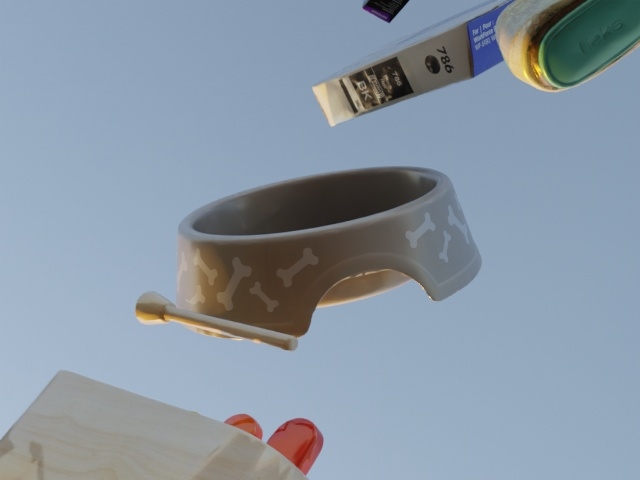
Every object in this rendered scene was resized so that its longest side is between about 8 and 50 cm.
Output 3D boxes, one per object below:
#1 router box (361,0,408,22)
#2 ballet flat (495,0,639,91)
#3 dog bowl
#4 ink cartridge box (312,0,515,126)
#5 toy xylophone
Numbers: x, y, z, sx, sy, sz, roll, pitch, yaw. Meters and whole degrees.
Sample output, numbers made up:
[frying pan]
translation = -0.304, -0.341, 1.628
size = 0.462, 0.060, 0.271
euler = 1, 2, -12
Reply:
[router box]
translation = 0.112, -0.371, 1.145
size = 0.046, 0.178, 0.133
euler = 24, -36, -18
[ballet flat]
translation = 0.151, -0.124, 0.407
size = 0.168, 0.052, 0.057
euler = -28, -56, 1
[dog bowl]
translation = 0.000, 0.000, 1.057
size = 0.349, 0.349, 0.102
euler = -5, -76, 20
[ink cartridge box]
translation = 0.146, -0.218, 1.074
size = 0.333, 0.165, 0.065
euler = -11, -71, 58
[toy xylophone]
translation = -0.123, 0.159, 0.688
size = 0.323, 0.236, 0.081
euler = 17, -32, 48
